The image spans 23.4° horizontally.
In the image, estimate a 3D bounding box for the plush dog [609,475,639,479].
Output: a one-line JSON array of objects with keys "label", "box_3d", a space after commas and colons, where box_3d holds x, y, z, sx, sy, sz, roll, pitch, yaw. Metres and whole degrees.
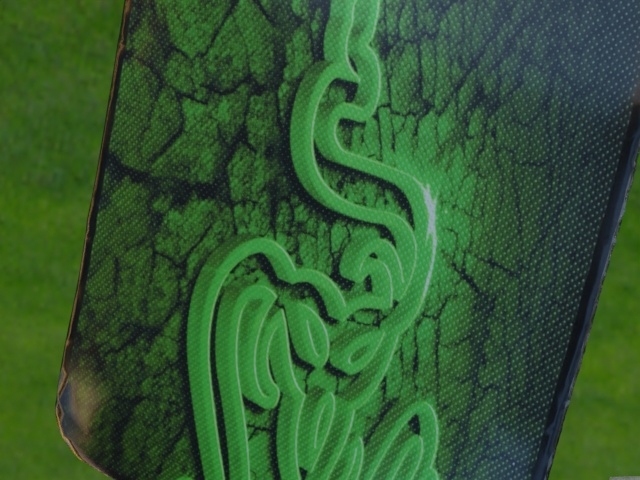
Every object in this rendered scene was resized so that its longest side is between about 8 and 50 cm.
[{"label": "plush dog", "box_3d": [0.109, 0.194, 0.472, 0.210, 0.262, 0.225, 37, -178, 2]}]

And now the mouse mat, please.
[{"label": "mouse mat", "box_3d": [0.000, 0.000, 0.398, 0.152, 0.190, 0.007, 22, -158, 27]}]
